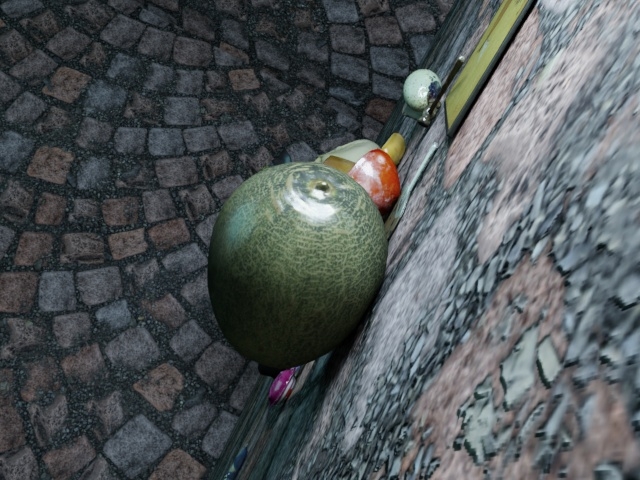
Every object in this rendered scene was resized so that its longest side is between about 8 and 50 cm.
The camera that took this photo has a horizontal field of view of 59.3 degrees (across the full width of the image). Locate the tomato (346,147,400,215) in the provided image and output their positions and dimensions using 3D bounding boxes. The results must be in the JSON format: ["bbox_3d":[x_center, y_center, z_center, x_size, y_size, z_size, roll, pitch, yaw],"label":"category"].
[{"bbox_3d":[0.095,-0.083,1.045,0.159,0.091,0.139,-49,-21,2],"label":"tomato"}]

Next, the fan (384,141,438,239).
[{"bbox_3d":[0.139,-0.066,0.946,0.227,0.008,0.153,-63,1,28],"label":"fan"}]

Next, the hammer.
[{"bbox_3d":[0.220,-0.270,1.009,0.058,0.029,0.292,-62,-3,-4],"label":"hammer"}]

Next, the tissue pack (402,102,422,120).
[{"bbox_3d":[0.240,-0.339,1.357,0.094,0.058,0.074,133,163,-86],"label":"tissue pack"}]

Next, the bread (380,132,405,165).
[{"bbox_3d":[0.177,-0.214,1.400,0.115,0.056,0.082,-54,-5,-50],"label":"bread"}]

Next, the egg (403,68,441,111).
[{"bbox_3d":[0.224,-0.329,1.243,0.110,0.085,0.085,-74,9,-47],"label":"egg"}]

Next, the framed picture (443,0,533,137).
[{"bbox_3d":[0.274,-0.327,0.826,0.339,0.014,0.255,-62,1,27],"label":"framed picture"}]

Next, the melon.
[{"bbox_3d":[-0.040,0.041,0.793,0.249,0.248,0.329,-64,-1,-49],"label":"melon"}]

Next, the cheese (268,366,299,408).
[{"bbox_3d":[-0.070,0.295,1.192,0.145,0.038,0.095,-56,4,12],"label":"cheese"}]

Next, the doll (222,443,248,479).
[{"bbox_3d":[-0.214,0.570,1.419,0.125,0.027,0.037,-63,-6,-4],"label":"doll"}]

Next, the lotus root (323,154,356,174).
[{"bbox_3d":[0.000,0.000,1.239,0.375,0.111,0.391,30,-99,-81],"label":"lotus root"}]

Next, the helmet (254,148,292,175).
[{"bbox_3d":[-0.132,-0.108,1.598,0.230,0.160,0.279,-116,12,-64],"label":"helmet"}]

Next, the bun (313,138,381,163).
[{"bbox_3d":[0.042,-0.151,1.672,0.361,0.212,0.361,-158,90,-85],"label":"bun"}]

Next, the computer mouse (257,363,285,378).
[{"bbox_3d":[-0.081,0.211,1.492,0.183,0.116,0.324,-128,53,-77],"label":"computer mouse"}]
